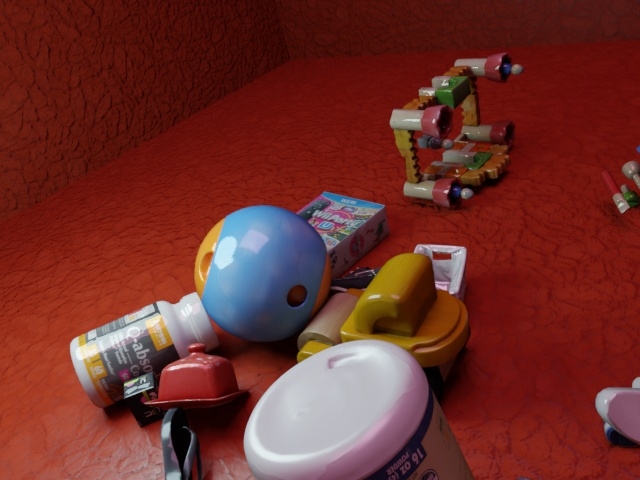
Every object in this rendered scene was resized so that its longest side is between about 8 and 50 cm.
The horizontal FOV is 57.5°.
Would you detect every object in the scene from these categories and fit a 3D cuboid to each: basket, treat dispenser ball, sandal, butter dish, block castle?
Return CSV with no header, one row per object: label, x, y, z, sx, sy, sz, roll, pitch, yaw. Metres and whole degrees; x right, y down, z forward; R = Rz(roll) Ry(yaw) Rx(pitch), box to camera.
basket,0.246,0.096,1.231,0.113,0.103,0.167,4,34,20
treat dispenser ball,-0.119,0.069,1.233,0.288,0.288,0.288,-11,30,7
sandal,-0.223,0.394,0.977,0.054,0.097,0.254,-19,41,-2
butter dish,-0.236,0.258,1.124,0.160,0.118,0.160,-6,-10,14
block castle,0.412,-0.314,1.650,0.213,0.303,0.453,13,41,38

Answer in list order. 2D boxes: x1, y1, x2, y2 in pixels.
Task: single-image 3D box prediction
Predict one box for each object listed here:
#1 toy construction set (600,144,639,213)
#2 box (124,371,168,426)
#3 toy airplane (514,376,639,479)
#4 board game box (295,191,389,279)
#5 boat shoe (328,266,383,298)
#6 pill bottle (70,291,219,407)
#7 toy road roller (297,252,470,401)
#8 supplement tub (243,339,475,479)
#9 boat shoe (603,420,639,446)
toy construction set,0.811,-0.128,1.276,0.309,0.257,0.237,-26,38,24
box,-0.347,0.316,1.162,0.062,0.083,0.052,-21,31,-9
toy airplane,0.370,0.335,0.611,0.384,0.272,0.386,-41,72,-17
board game box,0.000,0.000,1.521,0.224,0.097,0.303,16,42,41
boat shoe,0.091,0.099,1.287,0.233,0.084,0.079,-8,52,45
pill bottle,-0.370,0.226,1.247,0.278,0.162,0.162,-24,31,-14
toy road roller,0.110,0.145,1.082,0.329,0.240,0.202,6,36,32
supplement tub,0.073,0.308,0.718,0.228,0.316,0.228,-24,20,9
boat shoe,0.522,0.264,0.870,0.183,0.066,0.066,-4,30,18
